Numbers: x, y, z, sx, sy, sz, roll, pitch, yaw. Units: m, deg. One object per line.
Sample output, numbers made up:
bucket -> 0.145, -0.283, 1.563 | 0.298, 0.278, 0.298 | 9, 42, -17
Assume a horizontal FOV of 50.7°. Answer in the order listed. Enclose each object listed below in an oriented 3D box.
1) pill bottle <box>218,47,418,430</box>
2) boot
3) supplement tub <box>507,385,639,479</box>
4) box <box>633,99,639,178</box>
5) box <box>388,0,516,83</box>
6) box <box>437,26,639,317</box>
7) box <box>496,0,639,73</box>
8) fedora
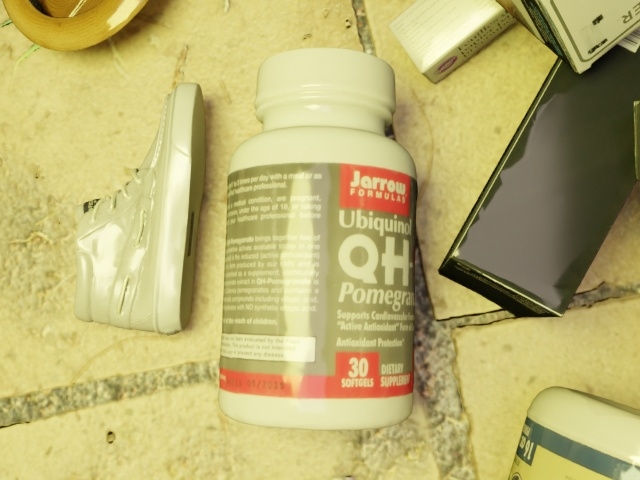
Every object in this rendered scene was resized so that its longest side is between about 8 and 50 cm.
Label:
pill bottle -> 0.000, 0.000, 0.620 | 0.176, 0.176, 0.319 | 1, 84, 7
boot -> -0.188, -0.037, 0.685 | 0.123, 0.095, 0.258 | 5, 85, 0
supplement tub -> 0.239, 0.298, 0.533 | 0.228, 0.228, 0.316 | 18, 86, 8
box -> 0.377, -0.075, 0.414 | 0.216, 0.270, 0.060 | -15, 105, -24
box -> 0.214, -0.278, 0.636 | 0.324, 0.063, 0.067 | -38, 78, 19
box -> 0.212, -0.067, 0.599 | 0.103, 0.184, 0.261 | 29, 88, 7
box -> 0.181, -0.283, 0.539 | 0.169, 0.087, 0.290 | -38, 46, 16
fedora -> -0.245, -0.288, 0.729 | 0.194, 0.079, 0.194 | 0, 88, 11
